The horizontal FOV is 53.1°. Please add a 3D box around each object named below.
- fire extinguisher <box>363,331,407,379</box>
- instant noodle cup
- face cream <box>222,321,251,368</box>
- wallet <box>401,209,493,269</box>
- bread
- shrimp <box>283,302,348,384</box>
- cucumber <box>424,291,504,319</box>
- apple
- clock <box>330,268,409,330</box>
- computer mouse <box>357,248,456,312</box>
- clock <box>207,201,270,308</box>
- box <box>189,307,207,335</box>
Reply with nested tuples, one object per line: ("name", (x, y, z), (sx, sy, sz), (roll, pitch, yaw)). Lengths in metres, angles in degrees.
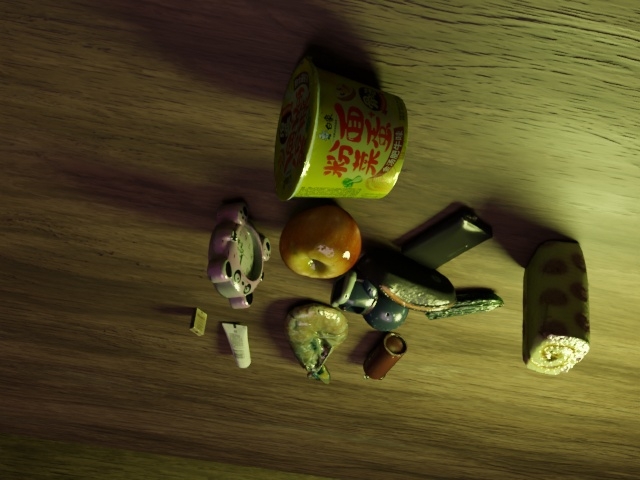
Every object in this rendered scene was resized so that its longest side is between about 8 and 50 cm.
("fire extinguisher", (0.226, 0.435, 2.330), (0.105, 0.105, 0.269), (14, 140, -11))
("instant noodle cup", (0.042, -0.223, 1.388), (0.221, 0.311, 0.311), (7, 143, -19))
("face cream", (-0.302, 0.383, 2.361), (0.092, 0.058, 0.243), (6, 136, 9))
("wallet", (0.362, 0.004, 1.808), (0.149, 0.044, 0.250), (28, 136, -31))
("bread", (0.648, 0.178, 1.760), (0.155, 0.338, 0.187), (12, 141, 3))
("shrimp", (-0.009, 0.363, 2.271), (0.221, 0.110, 0.445), (-5, 137, 0))
("cucumber", (0.442, 0.202, 2.029), (0.265, 0.077, 0.077), (-13, 138, 18))
("apple", (0.000, 0.000, 1.750), (0.235, 0.173, 0.210), (-2, 146, 24))
("clock", (0.157, 0.189, 1.989), (0.243, 0.146, 0.199), (24, 149, -15))
("computer mouse", (0.248, 0.129, 1.869), (0.323, 0.183, 0.116), (21, 110, -17))
("clock", (-0.229, 0.044, 1.767), (0.090, 0.248, 0.227), (-7, 140, 20))
("box", (-0.424, 0.283, 2.221), (0.024, 0.083, 0.053), (-23, 132, 25))
